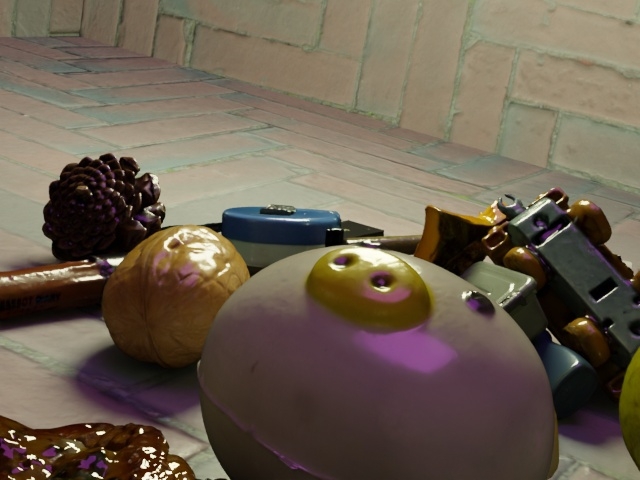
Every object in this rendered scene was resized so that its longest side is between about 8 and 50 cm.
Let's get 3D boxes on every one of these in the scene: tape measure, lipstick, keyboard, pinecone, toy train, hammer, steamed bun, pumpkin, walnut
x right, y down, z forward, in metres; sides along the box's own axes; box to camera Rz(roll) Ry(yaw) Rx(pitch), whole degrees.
[{"bbox_3d":[-0.135,-0.013,1.883,0.351,0.098,0.215,1,7,2],"label":"tape measure"},{"bbox_3d":[-0.363,0.065,1.586,0.418,0.077,0.077,-8,25,-45],"label":"lipstick"},{"bbox_3d":[0.000,0.000,2.120,0.106,0.027,0.317,19,18,35],"label":"keyboard"},{"bbox_3d":[-0.333,-0.035,1.760,0.207,0.208,0.208,10,17,-3],"label":"pinecone"},{"bbox_3d":[0.394,0.077,1.701,0.369,0.163,0.232,52,-8,23],"label":"toy train"},{"bbox_3d":[0.251,-0.001,2.122,0.439,0.168,0.044,-3,49,-17],"label":"hammer"},{"bbox_3d":[0.054,0.164,1.122,0.374,0.334,0.334,29,24,36],"label":"steamed bun"},{"bbox_3d":[0.207,0.024,1.842,0.290,0.258,0.095,-15,64,-52],"label":"pumpkin"},{"bbox_3d":[-0.188,0.078,1.483,0.193,0.193,0.226,12,20,3],"label":"walnut"}]

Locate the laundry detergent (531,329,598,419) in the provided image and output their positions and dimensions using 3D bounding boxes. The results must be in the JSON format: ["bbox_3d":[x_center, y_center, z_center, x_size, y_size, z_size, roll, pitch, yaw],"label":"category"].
[{"bbox_3d":[0.320,0.183,1.615,0.061,0.097,0.206,35,4,-22],"label":"laundry detergent"}]

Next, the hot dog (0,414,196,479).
[{"bbox_3d":[-0.236,0.243,0.902,0.267,0.174,0.387,7,18,-7],"label":"hot dog"}]

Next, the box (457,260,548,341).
[{"bbox_3d":[0.253,0.110,1.641,0.124,0.093,0.172,-37,20,-12],"label":"box"}]

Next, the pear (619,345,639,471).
[{"bbox_3d":[0.511,0.208,1.354,0.287,0.287,0.375,14,4,11],"label":"pear"}]

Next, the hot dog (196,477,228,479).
[{"bbox_3d":[-0.105,0.285,1.055,0.072,0.055,0.188,5,17,-9],"label":"hot dog"}]

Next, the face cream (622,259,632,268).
[{"bbox_3d":[0.472,0.062,2.093,0.214,0.096,0.096,14,17,12],"label":"face cream"}]
